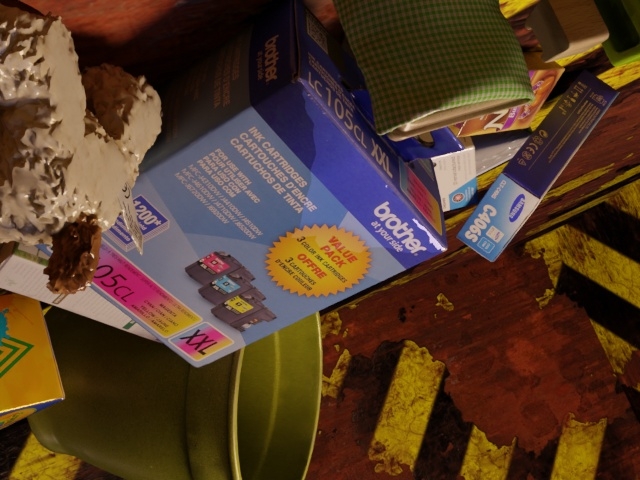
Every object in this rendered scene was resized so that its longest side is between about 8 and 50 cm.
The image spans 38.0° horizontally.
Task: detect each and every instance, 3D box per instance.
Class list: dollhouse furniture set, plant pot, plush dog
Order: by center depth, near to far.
[{"bbox_3d":[-0.278,-0.064,0.756,0.225,0.210,0.262,1,173,16],"label":"plush dog"},{"bbox_3d":[0.166,-0.228,0.761,0.301,0.197,0.151,-18,170,-25],"label":"dollhouse furniture set"},{"bbox_3d":[-0.217,0.206,1.346,0.353,0.366,0.366,1,176,17],"label":"plant pot"}]

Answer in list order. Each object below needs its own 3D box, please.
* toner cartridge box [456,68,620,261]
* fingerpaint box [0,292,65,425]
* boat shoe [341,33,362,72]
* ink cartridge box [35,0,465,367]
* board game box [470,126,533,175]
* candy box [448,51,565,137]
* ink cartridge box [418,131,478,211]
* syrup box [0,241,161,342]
[{"bbox_3d":[0.356,-0.127,1.504,0.348,0.075,0.165,-46,168,-39],"label":"toner cartridge box"},{"bbox_3d":[-0.616,0.226,1.228,0.371,0.163,0.445,-8,166,-46],"label":"fingerpaint box"},{"bbox_3d":[0.082,-0.200,1.004,0.088,0.096,0.267,-25,171,-13],"label":"boat shoe"},{"bbox_3d":[-0.054,-0.057,0.953,0.395,0.151,0.270,-29,129,22],"label":"ink cartridge box"},{"bbox_3d":[0.167,-0.126,1.640,0.390,0.050,0.390,-27,168,22],"label":"board game box"},{"bbox_3d":[0.256,-0.209,1.320,0.186,0.053,0.109,-12,139,-43],"label":"candy box"},{"bbox_3d":[0.126,-0.101,1.398,0.203,0.086,0.148,-16,146,3],"label":"ink cartridge box"},{"bbox_3d":[-0.265,0.037,1.128,0.237,0.093,0.096,24,144,-26],"label":"syrup box"}]
